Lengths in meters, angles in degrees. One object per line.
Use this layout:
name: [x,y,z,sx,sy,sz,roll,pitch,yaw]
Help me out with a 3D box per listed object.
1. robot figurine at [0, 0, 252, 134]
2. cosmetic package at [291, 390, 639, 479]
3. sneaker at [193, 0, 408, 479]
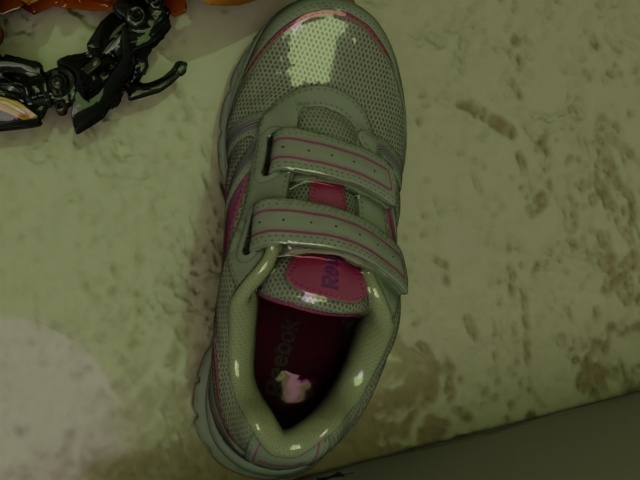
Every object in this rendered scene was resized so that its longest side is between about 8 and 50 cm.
robot figurine: [-0.101,-0.179,0.518,0.291,0.085,0.211,-28,86,-11]
cosmetic package: [0.087,0.184,0.504,0.366,0.197,0.155,-13,92,-14]
sneaker: [0.000,0.000,0.529,0.103,0.111,0.252,5,88,-13]
